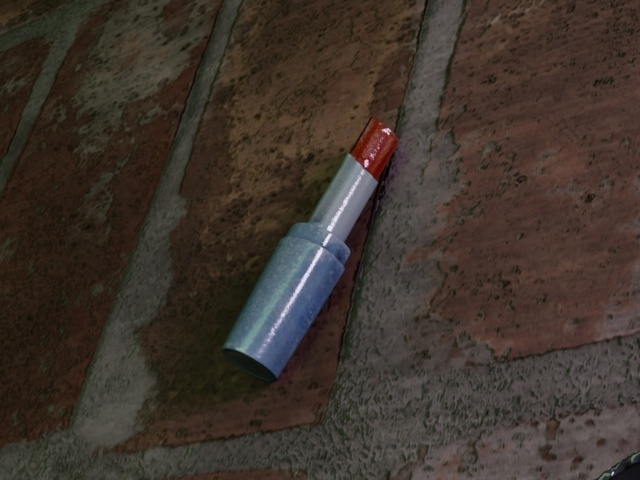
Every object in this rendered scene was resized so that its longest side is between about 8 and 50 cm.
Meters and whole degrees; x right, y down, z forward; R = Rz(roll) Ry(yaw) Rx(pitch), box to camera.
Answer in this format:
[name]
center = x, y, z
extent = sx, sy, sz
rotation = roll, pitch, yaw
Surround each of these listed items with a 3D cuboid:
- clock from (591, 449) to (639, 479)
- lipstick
[clock]
center = 0.239, 0.254, 0.958
extent = 0.313, 0.061, 0.312
rotation = -27, 38, 24
[lipstick]
center = 0.000, 0.000, 1.453
extent = 0.068, 0.061, 0.274
rotation = 5, 58, 50
